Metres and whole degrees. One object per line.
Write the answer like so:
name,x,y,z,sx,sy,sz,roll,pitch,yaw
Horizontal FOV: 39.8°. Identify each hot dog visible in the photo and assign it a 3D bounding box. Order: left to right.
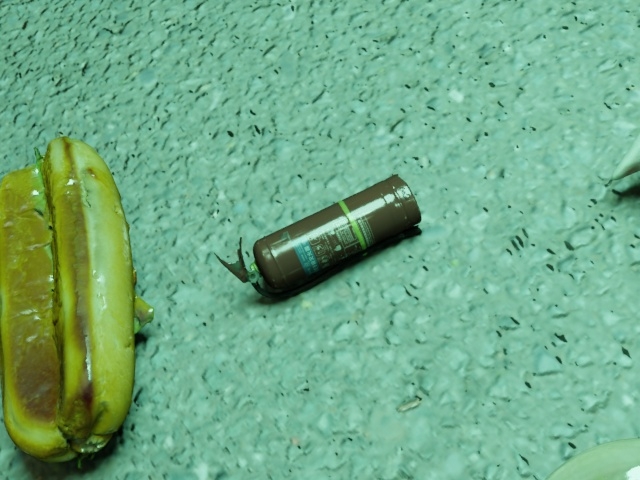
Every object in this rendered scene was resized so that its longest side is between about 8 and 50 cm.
hot dog,-0.170,0.029,0.606,0.104,0.076,0.250,-33,50,19

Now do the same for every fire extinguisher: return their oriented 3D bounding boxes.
fire extinguisher,0.000,0.000,0.584,0.132,0.056,0.039,-26,29,-4

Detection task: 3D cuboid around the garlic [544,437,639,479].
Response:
garlic,0.155,0.139,0.443,0.152,0.066,0.084,-1,61,13

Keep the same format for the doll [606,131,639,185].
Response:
doll,0.271,-0.047,0.499,0.181,0.107,0.110,33,65,29
